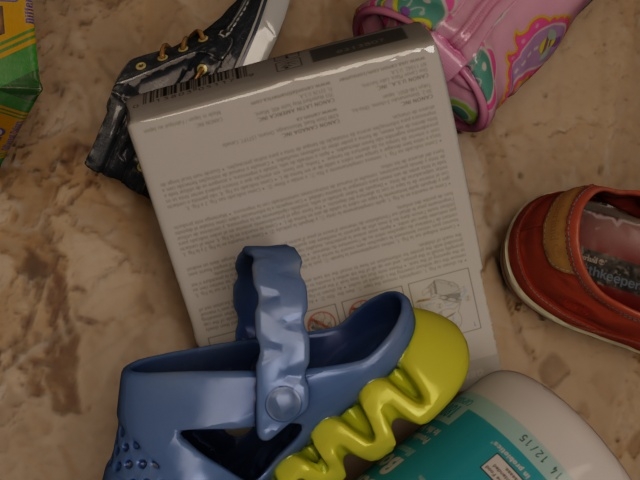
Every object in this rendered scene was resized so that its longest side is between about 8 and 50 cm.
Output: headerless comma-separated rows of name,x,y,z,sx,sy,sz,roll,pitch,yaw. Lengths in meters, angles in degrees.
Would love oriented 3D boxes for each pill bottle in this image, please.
pill bottle,0.054,0.206,0.769,0.264,0.146,0.146,-36,86,-14

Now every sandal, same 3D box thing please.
sandal,-0.071,0.119,0.756,0.317,0.126,0.138,-44,107,-9

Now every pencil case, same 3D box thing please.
pencil case,0.148,-0.206,0.880,0.124,0.124,0.284,42,77,1

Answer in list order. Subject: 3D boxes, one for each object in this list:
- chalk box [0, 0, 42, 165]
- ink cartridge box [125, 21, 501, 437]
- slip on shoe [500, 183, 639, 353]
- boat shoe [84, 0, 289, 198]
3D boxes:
chalk box,-0.283,-0.123,0.759,0.213,0.132,0.132,-1,73,-25
ink cartridge box,0.000,0.000,0.818,0.189,0.066,0.232,-15,117,-1
slip on shoe,0.285,0.040,0.862,0.331,0.101,0.123,17,75,-7
boat shoe,-0.083,-0.112,0.851,0.083,0.065,0.183,24,78,-8
